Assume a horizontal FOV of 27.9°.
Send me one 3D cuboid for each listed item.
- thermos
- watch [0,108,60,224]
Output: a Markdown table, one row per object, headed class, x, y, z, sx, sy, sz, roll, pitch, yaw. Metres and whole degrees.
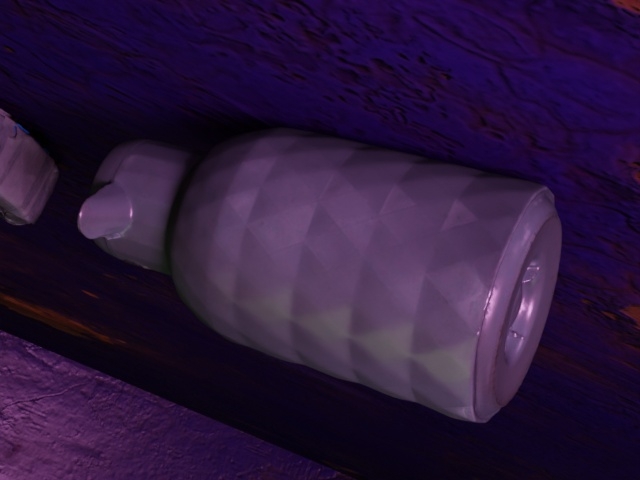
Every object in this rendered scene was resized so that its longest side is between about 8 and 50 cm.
| class | x | y | z | sx | sy | sz | roll | pitch | yaw |
| --- | --- | --- | --- | --- | --- | --- | --- | --- | --- |
| thermos | 0.000 | 0.000 | 0.806 | 0.287 | 0.144 | 0.182 | 17 | -163 | 22 |
| watch | -0.365 | -0.113 | 1.035 | 0.275 | 0.068 | 0.276 | 18 | 165 | 28 |
